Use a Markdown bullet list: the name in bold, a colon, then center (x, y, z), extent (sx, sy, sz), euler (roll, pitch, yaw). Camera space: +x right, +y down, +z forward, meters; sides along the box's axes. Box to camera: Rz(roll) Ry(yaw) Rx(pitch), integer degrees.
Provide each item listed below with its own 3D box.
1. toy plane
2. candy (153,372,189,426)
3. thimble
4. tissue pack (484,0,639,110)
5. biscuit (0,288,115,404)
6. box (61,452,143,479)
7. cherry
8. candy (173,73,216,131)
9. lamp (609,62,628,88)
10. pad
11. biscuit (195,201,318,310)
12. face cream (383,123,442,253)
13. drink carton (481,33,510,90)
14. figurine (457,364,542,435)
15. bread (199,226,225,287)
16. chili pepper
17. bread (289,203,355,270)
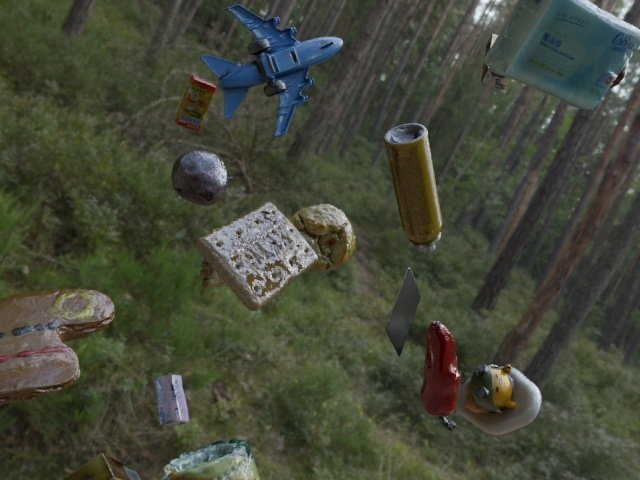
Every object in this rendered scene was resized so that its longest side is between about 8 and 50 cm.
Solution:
- **toy plane**: center (-0.078, -0.334, 1.197), extent (0.105, 0.271, 0.254), euler (-141, -151, -76)
- **candy**: center (-0.473, 0.505, 2.003), extent (0.073, 0.160, 0.092), euler (-15, -16, 1)
- **thimble**: center (-0.312, 0.667, 1.753), extent (0.254, 0.167, 0.288), euler (-21, -7, 39)
- **tissue pack**: center (0.454, -0.354, 1.170), extent (0.263, 0.177, 0.089), euler (10, 32, -34)
- **biscuit**: center (-0.533, 0.190, 1.228), extent (0.262, 0.052, 0.277), euler (-3, 37, -18)
- **box**: center (-0.519, 0.585, 1.474), extent (0.071, 0.159, 0.240), euler (54, -12, 25)
- **cherry**: center (-0.399, -0.213, 2.090), extent (0.195, 0.195, 0.195), euler (28, 0, 0)
- **candy**: center (-0.302, -0.330, 1.525), extent (0.062, 0.122, 0.038), euler (17, 19, -29)
- **lamp**: center (0.625, -0.381, 1.398), extent (0.090, 0.101, 0.101), euler (-10, 25, -37)
- **pad**: center (0.171, 0.145, 1.295), extent (0.003, 0.157, 0.112), euler (6, -37, 29)
- **biscuit**: center (-0.140, 0.025, 1.532), extent (0.217, 0.044, 0.325), euler (48, 34, 5)
- **face cream**: center (0.239, -0.113, 1.575), extent (0.105, 0.105, 0.348), euler (28, -36, 46)
- **drink carton**: center (0.468, -0.470, 1.667), extent (0.071, 0.165, 0.056), euler (20, -39, -1)
- **figurine**: center (0.379, 0.365, 1.504), extent (0.141, 0.166, 0.250), euler (25, -29, -27)
- **bread**: center (-0.325, 0.060, 2.042), extent (0.081, 0.225, 0.134), euler (35, 30, 30)
- **chili pepper**: center (0.326, 0.372, 1.732), extent (0.110, 0.387, 0.110), euler (-4, 30, 2)
- **bread**: center (0.000, 0.000, 2.110), extent (0.244, 0.244, 0.134), euler (28, 12, -15)
